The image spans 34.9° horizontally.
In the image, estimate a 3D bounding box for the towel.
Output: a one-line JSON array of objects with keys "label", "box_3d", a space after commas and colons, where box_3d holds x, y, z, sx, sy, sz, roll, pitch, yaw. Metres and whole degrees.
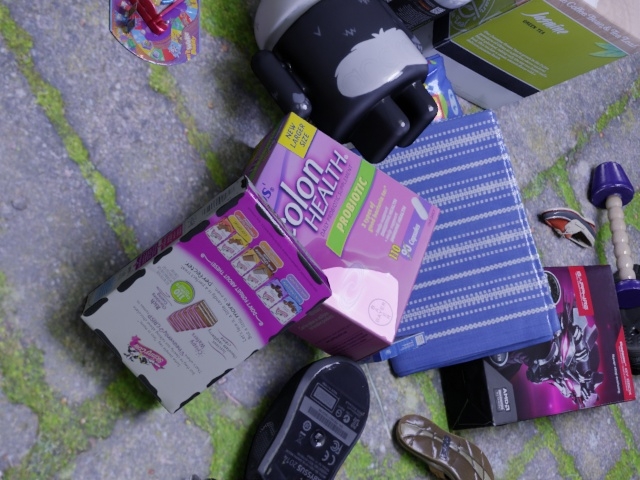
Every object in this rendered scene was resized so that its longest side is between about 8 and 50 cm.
[{"label": "towel", "box_3d": [0.176, 0.006, 1.431, 0.040, 0.243, 0.336, -1, 75, -81]}]

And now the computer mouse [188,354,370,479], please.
[{"label": "computer mouse", "box_3d": [-0.040, 0.259, 1.262, 0.188, 0.072, 0.272, 45, 66, -24]}]

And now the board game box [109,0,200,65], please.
[{"label": "board game box", "box_3d": [-0.201, -0.308, 1.300, 0.133, 0.033, 0.168, 9, 73, -38]}]

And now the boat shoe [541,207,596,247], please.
[{"label": "boat shoe", "box_3d": [0.428, -0.023, 1.749, 0.137, 0.049, 0.043, 19, 68, -41]}]

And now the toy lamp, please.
[{"label": "toy lamp", "box_3d": [0.521, -0.016, 1.783, 0.080, 0.080, 0.274, 26, 51, -33]}]

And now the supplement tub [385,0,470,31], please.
[{"label": "supplement tub", "box_3d": [0.131, -0.370, 1.494, 0.117, 0.190, 0.117, 13, 69, -38]}]

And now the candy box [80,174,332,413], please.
[{"label": "candy box", "box_3d": [-0.127, 0.061, 1.144, 0.233, 0.071, 0.159, -37, 108, 5]}]

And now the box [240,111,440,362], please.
[{"label": "box", "box_3d": [0.000, 0.000, 1.295, 0.243, 0.117, 0.213, 32, 59, -14]}]

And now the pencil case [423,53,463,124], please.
[{"label": "pencil case", "box_3d": [0.165, -0.122, 1.501, 0.133, 0.119, 0.306, -21, 92, -39]}]

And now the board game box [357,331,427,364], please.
[{"label": "board game box", "box_3d": [0.081, 0.148, 1.375, 0.090, 0.090, 0.020, -14, 89, -41]}]

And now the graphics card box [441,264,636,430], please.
[{"label": "graphics card box", "box_3d": [0.338, 0.158, 1.590, 0.371, 0.094, 0.233, 1, 78, -39]}]

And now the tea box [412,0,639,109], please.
[{"label": "tea box", "box_3d": [0.314, -0.425, 1.578, 0.220, 0.323, 0.329, 21, 65, -35]}]

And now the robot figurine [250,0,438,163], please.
[{"label": "robot figurine", "box_3d": [0.031, -0.240, 1.363, 0.278, 0.173, 0.209, 52, 17, 8]}]

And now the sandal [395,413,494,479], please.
[{"label": "sandal", "box_3d": [0.175, 0.309, 1.443, 0.180, 0.049, 0.072, 34, 51, -11]}]

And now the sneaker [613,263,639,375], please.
[{"label": "sneaker", "box_3d": [0.554, 0.148, 1.790, 0.227, 0.087, 0.130, -77, 154, -48]}]

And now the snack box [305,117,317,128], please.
[{"label": "snack box", "box_3d": [0.010, -0.197, 1.456, 0.064, 0.022, 0.178, 38, 57, -25]}]
